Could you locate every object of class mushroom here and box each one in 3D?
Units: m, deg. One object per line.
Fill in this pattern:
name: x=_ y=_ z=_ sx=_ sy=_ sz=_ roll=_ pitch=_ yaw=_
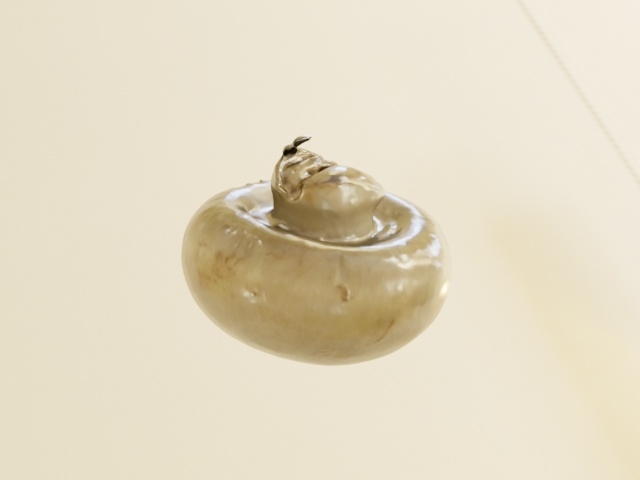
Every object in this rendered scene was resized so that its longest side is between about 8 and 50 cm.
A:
mushroom: x=0.000 y=0.000 z=1.610 sx=0.363 sy=0.294 sz=0.362 roll=5 pitch=-162 yaw=-2
